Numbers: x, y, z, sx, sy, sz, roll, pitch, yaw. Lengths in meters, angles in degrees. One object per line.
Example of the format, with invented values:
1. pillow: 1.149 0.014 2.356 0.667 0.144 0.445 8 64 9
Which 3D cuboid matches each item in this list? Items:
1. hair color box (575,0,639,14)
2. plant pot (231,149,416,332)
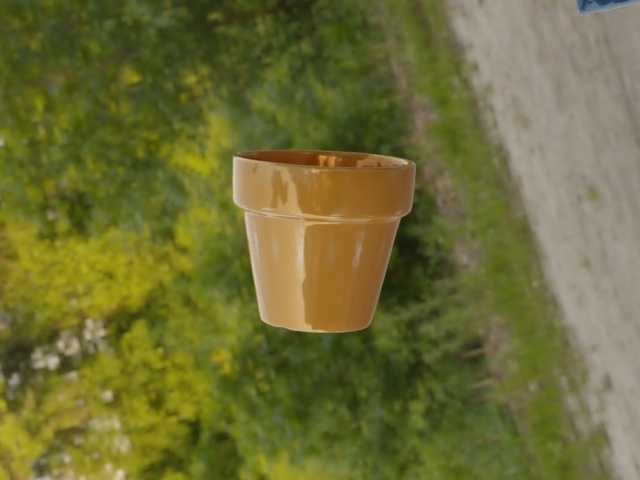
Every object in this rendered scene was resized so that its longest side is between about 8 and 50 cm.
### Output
1. hair color box: 0.442 -0.318 1.524 0.174 0.347 0.105 -21 -79 -60
2. plant pot: 0.000 0.000 1.685 0.205 0.205 0.187 -140 52 -77
